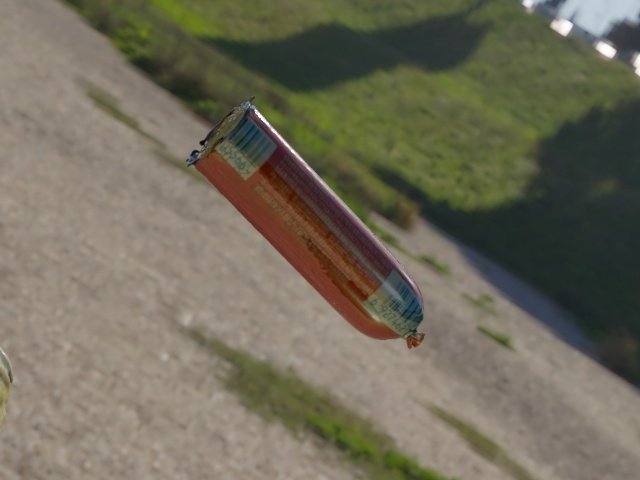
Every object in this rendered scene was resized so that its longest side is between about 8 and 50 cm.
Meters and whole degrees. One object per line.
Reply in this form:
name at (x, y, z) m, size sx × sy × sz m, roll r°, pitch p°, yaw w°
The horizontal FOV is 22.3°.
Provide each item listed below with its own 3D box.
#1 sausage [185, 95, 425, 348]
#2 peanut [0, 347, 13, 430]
sausage at (0.000, 0.000, 1.372) m, size 0.264 × 0.083 × 0.083 m, roll 47°, pitch 1°, yaw -17°
peanut at (-0.321, 0.152, 1.084) m, size 0.130 × 0.130 × 0.290 m, roll 34°, pitch 41°, yaw 25°
